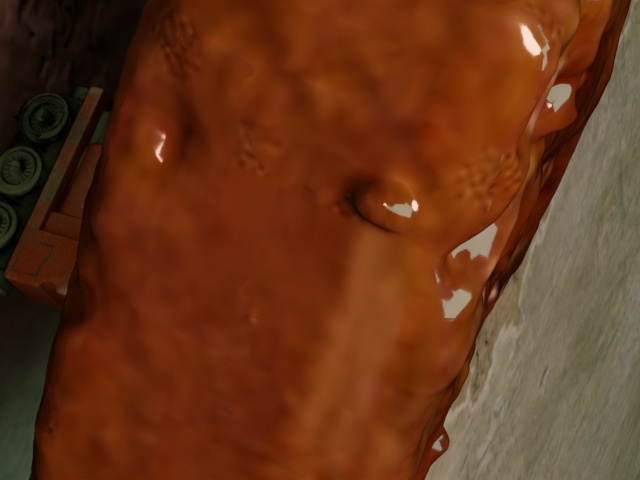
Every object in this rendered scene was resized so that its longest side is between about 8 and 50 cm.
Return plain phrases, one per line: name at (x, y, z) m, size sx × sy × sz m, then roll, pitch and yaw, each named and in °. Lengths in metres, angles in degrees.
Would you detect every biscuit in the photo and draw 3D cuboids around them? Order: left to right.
biscuit at (0.022, -0.044, 0.783) m, size 0.395 × 0.166 × 0.342 m, roll -57°, pitch 166°, yaw -58°

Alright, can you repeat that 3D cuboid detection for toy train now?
toy train at (-0.109, -0.020, 0.806) m, size 0.103 × 0.064 × 0.044 m, roll -68°, pitch 155°, yaw -19°
